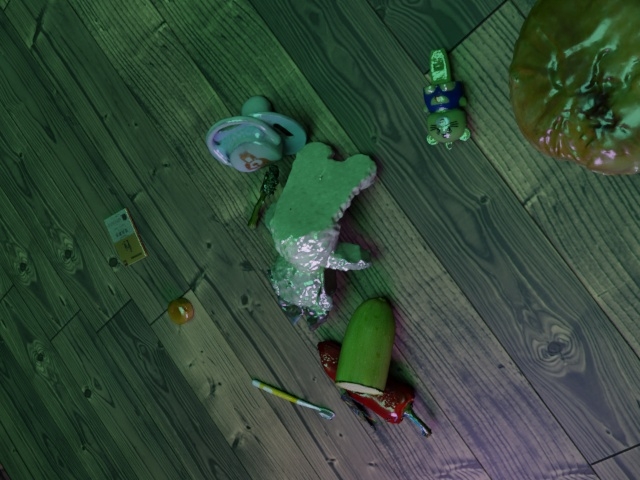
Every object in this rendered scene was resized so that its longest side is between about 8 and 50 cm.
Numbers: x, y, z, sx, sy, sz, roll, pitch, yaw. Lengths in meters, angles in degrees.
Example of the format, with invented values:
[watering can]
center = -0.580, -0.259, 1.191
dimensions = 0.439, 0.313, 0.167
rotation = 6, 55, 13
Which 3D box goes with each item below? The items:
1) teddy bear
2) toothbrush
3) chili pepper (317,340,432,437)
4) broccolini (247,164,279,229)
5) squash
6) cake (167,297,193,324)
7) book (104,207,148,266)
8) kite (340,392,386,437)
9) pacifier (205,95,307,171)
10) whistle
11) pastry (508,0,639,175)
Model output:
[teddy bear]
center = 0.000, 0.000, 1.777
dimensions = 0.328, 0.375, 0.362
rotation = 20, 155, 26
[toothbrush]
center = -0.087, 0.472, 2.002
dimensions = 0.288, 0.024, 0.021
rotation = 17, 113, 26
[chili pepper]
center = 0.138, 0.392, 1.807
dimensions = 0.388, 0.110, 0.110
rotation = 31, 117, 24
[broccolini]
center = -0.151, -0.107, 1.834
dimensions = 0.057, 0.071, 0.254
rotation = 46, 145, 18
[squash]
center = 0.124, 0.264, 1.734
dimensions = 0.133, 0.132, 0.246
rotation = 5, 70, 30
[cake]
center = -0.444, 0.224, 2.133
dimensions = 0.084, 0.044, 0.083
rotation = 10, 109, 30
[book]
center = -0.637, -0.009, 2.201
dimensions = 0.118, 0.012, 0.172
rotation = -23, 91, 34
[kite]
center = 0.105, 0.466, 1.857
dimensions = 0.160, 0.010, 0.182
rotation = 19, 148, 52
[pacifier]
center = -0.174, -0.300, 1.775
dimensions = 0.279, 0.227, 0.207
rotation = -18, 54, 33
[whistle]
center = 0.282, -0.320, 1.531
dimensions = 0.105, 0.085, 0.227
rotation = -4, 101, 27
[pastry]
center = 0.553, -0.318, 1.263
dimensions = 0.410, 0.245, 0.409
rotation = 5, 98, 43
